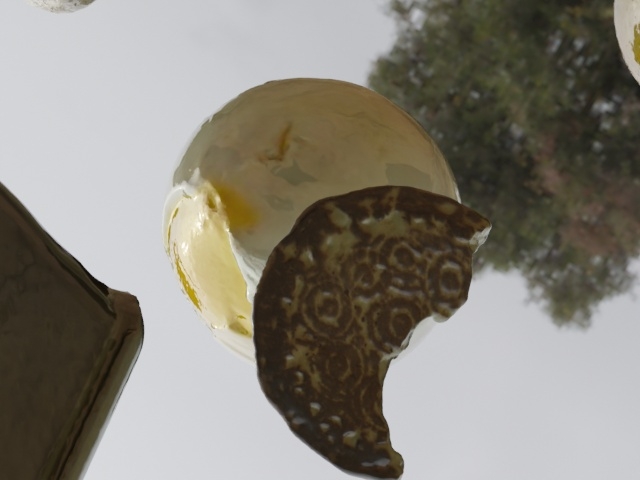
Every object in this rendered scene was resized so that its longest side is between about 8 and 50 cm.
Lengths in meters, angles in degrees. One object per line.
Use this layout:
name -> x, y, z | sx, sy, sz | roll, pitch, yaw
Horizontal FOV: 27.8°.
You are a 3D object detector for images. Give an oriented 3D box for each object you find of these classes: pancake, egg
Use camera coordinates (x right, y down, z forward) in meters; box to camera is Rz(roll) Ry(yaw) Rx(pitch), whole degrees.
pancake -> 0.044, 0.053, 0.853 | 0.184, 0.190, 0.020 | 58, 171, 3
egg -> 0.000, 0.000, 1.255 | 0.283, 0.283, 0.345 | 38, 166, 26

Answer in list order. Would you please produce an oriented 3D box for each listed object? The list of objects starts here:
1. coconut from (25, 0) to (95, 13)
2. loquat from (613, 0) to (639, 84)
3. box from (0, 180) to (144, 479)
coconut -> -0.220, -0.251, 1.056 | 0.124, 0.110, 0.110 | 53, -177, -33
loquat -> 0.345, -0.187, 1.052 | 0.213, 0.213, 0.213 | 25, -162, -9
box -> -0.201, 0.076, 0.513 | 0.178, 0.138, 0.274 | 55, -143, -32
